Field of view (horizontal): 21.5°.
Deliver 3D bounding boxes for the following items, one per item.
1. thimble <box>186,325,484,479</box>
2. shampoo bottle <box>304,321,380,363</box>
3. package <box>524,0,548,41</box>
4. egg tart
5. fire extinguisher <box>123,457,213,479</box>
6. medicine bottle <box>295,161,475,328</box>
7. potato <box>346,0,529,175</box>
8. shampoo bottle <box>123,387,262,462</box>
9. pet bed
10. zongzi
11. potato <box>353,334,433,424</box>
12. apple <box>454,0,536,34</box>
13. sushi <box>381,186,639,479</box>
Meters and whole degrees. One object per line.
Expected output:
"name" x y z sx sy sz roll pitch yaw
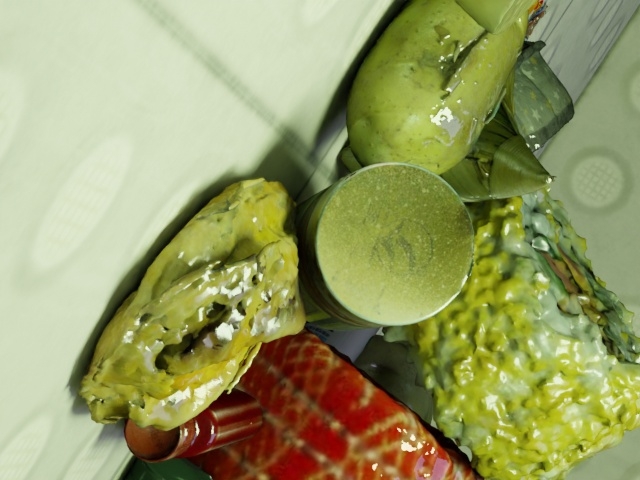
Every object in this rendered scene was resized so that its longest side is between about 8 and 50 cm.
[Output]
"thimble" 0.016 0.268 1.995 0.230 0.350 0.350 -52 170 0
"shampoo bottle" 0.012 0.138 2.288 0.303 0.092 0.092 -51 168 -33
"package" 0.294 -0.321 2.364 0.108 0.031 0.120 -53 169 -19
"egg tart" -0.096 0.072 1.524 0.297 0.132 0.297 -48 166 -16
"fire extinguisher" -0.225 0.382 1.891 0.311 0.114 0.095 -58 -153 14
"medicine bottle" 0.041 0.013 1.687 0.151 0.151 0.322 -55 -174 -9
"potato" 0.122 -0.171 1.715 0.248 0.143 0.169 -55 180 -15
"shampoo bottle" -0.137 0.190 1.748 0.260 0.102 0.064 9 85 -78
"pet bed" 0.204 -0.166 2.132 0.183 0.159 0.211 -34 -178 32
"zongzi" 0.191 -0.141 1.852 0.274 0.125 0.251 -2 -135 45
"potato" 0.048 0.264 2.475 0.243 0.221 0.326 -63 176 -20
"apple" 0.228 -0.336 1.339 0.360 0.320 0.311 -45 127 -69
"sushi" 0.236 0.114 1.970 0.240 0.351 0.396 -35 176 14
